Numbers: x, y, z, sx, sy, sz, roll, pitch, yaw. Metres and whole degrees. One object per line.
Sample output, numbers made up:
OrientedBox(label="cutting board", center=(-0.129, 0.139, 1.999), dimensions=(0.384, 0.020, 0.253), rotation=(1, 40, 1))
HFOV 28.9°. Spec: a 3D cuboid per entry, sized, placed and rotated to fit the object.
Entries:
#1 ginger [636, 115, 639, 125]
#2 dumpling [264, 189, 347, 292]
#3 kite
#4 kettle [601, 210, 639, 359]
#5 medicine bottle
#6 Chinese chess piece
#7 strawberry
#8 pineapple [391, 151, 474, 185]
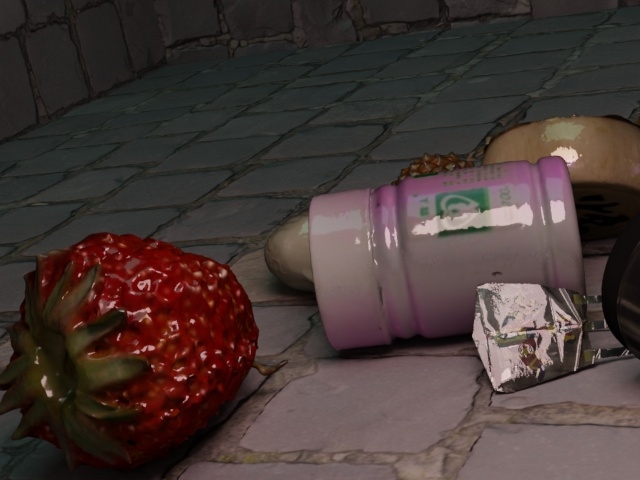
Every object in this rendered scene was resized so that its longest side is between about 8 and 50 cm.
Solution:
OrientedBox(label="ginger", center=(0.535, -0.155, 2.109), dimensions=(0.118, 0.065, 0.299), rotation=(18, 31, 23))
OrientedBox(label="dumpling", center=(-0.002, -0.001, 1.834), dimensions=(0.166, 0.126, 0.216), rotation=(-55, 4, -5))
OrientedBox(label="kite", center=(0.298, 0.101, 1.431), dimensions=(0.245, 0.141, 0.015), rotation=(-6, -26, -2))
OrientedBox(label="kettle", center=(0.452, 0.092, 1.247), dimensions=(0.207, 0.251, 0.271), rotation=(-44, 30, -1))
OrientedBox(label="medicine bottle", center=(0.162, 0.017, 1.571), dimensions=(0.325, 0.212, 0.212), rotation=(-9, 17, 10))
OrientedBox(label="Chinese chess piece", center=(0.350, -0.083, 1.740), dimensions=(0.257, 0.104, 0.257), rotation=(1, -21, 0))
OrientedBox(label="strawberry", center=(-0.183, 0.121, 1.438), dimensions=(0.292, 0.292, 0.343), rotation=(4, 9, 41))
OrientedBox(label="pineapple", center=(0.164, -0.037, 1.821), dimensions=(0.166, 0.166, 0.193), rotation=(-3, 25, 26))
